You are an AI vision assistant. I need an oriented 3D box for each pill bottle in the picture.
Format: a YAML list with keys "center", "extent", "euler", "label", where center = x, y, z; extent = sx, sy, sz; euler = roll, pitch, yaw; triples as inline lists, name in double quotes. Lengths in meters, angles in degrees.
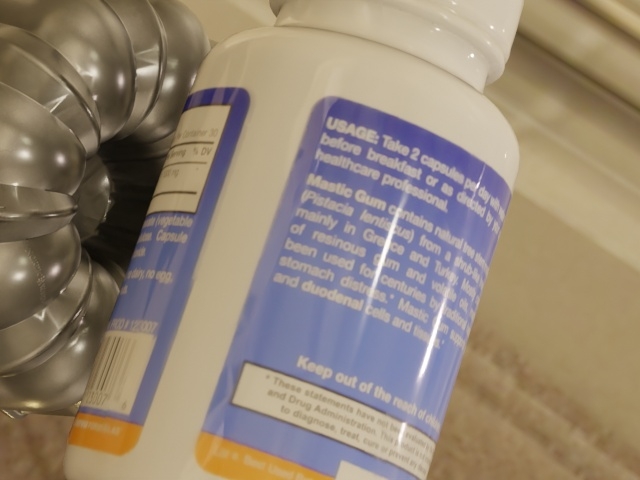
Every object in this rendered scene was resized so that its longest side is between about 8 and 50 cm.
- center: [0.000, 0.000, 0.808]
  extent: [0.152, 0.152, 0.272]
  euler: [70, 37, -75]
  label: "pill bottle"

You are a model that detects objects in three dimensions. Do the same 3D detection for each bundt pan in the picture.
- center: [-0.158, -0.030, 1.232]
  extent: [0.331, 0.124, 0.331]
  euler: [-16, 110, -49]
  label: "bundt pan"
